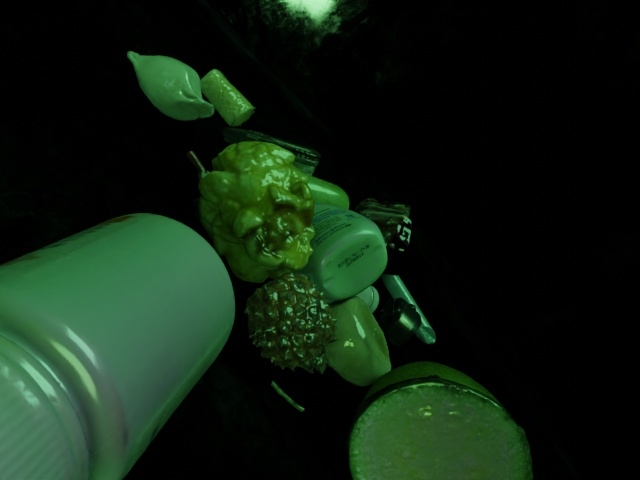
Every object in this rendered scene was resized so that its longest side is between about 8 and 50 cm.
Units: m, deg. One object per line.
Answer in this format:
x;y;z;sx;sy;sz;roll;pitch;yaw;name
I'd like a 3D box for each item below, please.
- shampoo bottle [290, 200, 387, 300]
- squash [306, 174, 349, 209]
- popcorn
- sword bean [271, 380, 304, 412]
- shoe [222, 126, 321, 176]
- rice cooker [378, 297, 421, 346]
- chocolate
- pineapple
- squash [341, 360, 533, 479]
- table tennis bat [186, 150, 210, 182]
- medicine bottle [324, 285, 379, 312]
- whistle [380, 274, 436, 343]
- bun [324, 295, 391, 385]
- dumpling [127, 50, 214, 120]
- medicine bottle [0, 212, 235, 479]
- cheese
0.000;0.000;1.228;0.349;0.221;0.151;38;-20;58;shampoo bottle
-0.083;-0.137;1.434;0.370;0.118;0.118;13;36;-28;squash
-0.118;-0.055;1.023;0.215;0.252;0.287;-29;111;-42;popcorn
-0.059;0.277;0.909;0.083;0.012;0.012;46;19;-16;sword bean
-0.156;-0.229;1.507;0.292;0.149;0.109;16;19;-3;shoe
0.231;0.236;1.505;0.106;0.112;0.165;40;19;-11;rice cooker
0.191;-0.027;1.753;0.210;0.225;0.340;15;26;4;chocolate
-0.047;0.160;0.940;0.193;0.166;0.166;54;19;12;pineapple
0.222;0.349;0.985;0.310;0.310;0.309;51;16;2;squash
-0.269;-0.147;1.224;0.155;0.019;0.098;55;19;3;table tennis bat
0.066;0.132;1.334;0.186;0.102;0.103;31;26;-46;medicine bottle
0.298;0.220;1.772;0.062;0.062;0.312;19;36;-58;whistle
0.069;0.228;1.132;0.193;0.127;0.178;57;16;-18;bun
-0.373;-0.378;1.296;0.252;0.131;0.179;29;-1;2;dumpling
-0.238;0.119;0.463;0.219;0.219;0.388;49;19;-6;medicine bottle
-0.293;-0.445;1.606;0.167;0.094;0.123;49;20;-3;cheese
